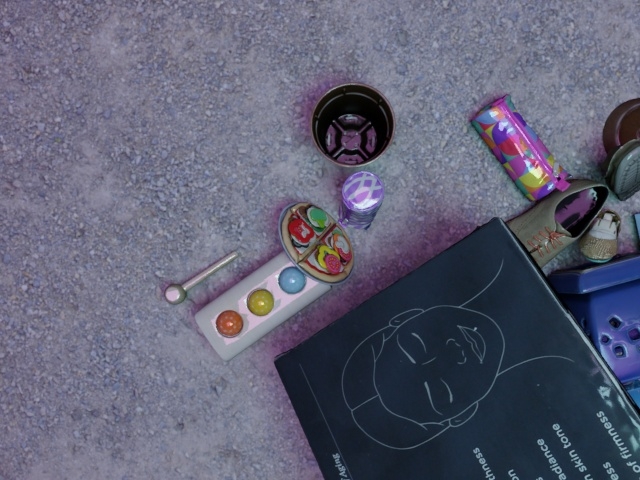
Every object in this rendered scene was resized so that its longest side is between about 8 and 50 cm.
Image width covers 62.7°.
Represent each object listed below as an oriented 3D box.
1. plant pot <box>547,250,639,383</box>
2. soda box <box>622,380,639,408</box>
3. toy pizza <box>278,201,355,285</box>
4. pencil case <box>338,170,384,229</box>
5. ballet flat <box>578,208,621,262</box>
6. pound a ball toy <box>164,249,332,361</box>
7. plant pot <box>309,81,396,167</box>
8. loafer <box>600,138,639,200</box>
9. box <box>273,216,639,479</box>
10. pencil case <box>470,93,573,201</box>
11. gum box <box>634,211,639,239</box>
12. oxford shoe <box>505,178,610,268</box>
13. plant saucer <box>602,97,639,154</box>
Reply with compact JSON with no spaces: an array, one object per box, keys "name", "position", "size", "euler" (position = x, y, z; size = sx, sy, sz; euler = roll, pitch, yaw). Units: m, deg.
[{"name":"plant pot","position":[0.600,0.140,1.048],"size":[0.236,0.236,0.211],"euler":[-16,84,3]},{"name":"soda box","position":[0.680,0.408,1.124],"size":[0.071,0.067,0.209],"euler":[-16,90,3]},{"name":"toy pizza","position":[0.000,0.000,1.095],"size":[0.201,0.201,0.032],"euler":[51,128,1]},{"name":"pencil case","position":[0.078,-0.078,1.080],"size":[0.088,0.206,0.086],"euler":[-32,80,-6]},{"name":"ballet flat","position":[0.569,-0.018,1.064],"size":[0.073,0.206,0.067],"euler":[13,114,25]},{"name":"pound a ball toy","position":[-0.163,0.108,1.123],"size":[0.319,0.136,0.208],"euler":[-35,89,2]},{"name":"plant pot","position":[0.066,-0.224,1.095],"size":[0.167,0.165,0.166],"euler":[0,91,3]},{"name":"loafer","position":[0.599,-0.145,1.050],"size":[0.094,0.251,0.087],"euler":[-40,65,14]},{"name":"box","position":[0.253,0.299,0.900],"size":[0.472,0.297,0.479],"euler":[-35,66,18]},{"name":"pencil case","position":[0.424,-0.194,1.115],"size":[0.104,0.104,0.236],"euler":[-39,88,2]},{"name":"gum box","position":[0.765,0.003,1.076],"size":[0.185,0.041,0.156],"euler":[-12,90,43]},{"name":"oxford shoe","position":[0.448,-0.005,1.098],"size":[0.123,0.130,0.348],"euler":[43,92,1]},{"name":"plant saucer","position":[0.703,-0.228,1.137],"size":[0.169,0.029,0.168],"euler":[0,90,2]}]
